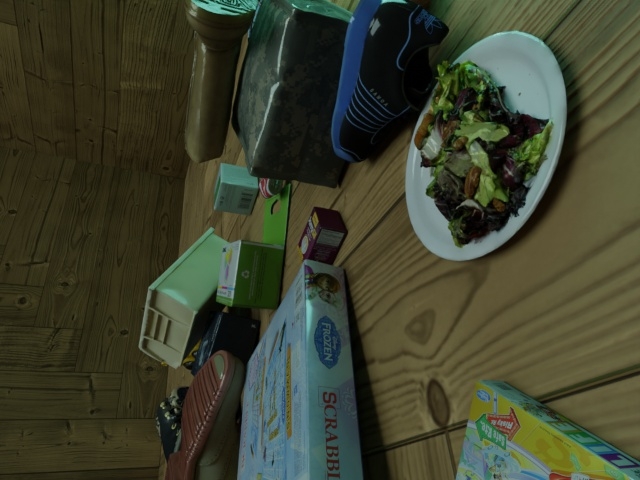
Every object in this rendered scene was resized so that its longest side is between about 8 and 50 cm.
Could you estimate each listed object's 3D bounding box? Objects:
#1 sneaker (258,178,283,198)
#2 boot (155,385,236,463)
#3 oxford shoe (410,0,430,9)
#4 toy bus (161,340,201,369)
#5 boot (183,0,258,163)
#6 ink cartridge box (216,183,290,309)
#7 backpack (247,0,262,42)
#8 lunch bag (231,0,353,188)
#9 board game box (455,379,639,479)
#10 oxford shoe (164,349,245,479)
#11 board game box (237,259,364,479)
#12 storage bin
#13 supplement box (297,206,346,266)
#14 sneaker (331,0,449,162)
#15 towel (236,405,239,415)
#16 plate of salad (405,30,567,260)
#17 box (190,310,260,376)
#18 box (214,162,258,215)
[{"bbox_3d":[-0.096,-0.143,0.948,0.067,0.042,0.118,-22,48,62],"label":"sneaker"},{"bbox_3d":[-0.316,0.464,1.111,0.284,0.138,0.377,40,129,53],"label":"boot"},{"bbox_3d":[0.093,-0.309,0.552,0.076,0.076,0.212,-24,42,20],"label":"oxford shoe"},{"bbox_3d":[-0.461,0.325,1.480,0.220,0.211,0.149,127,146,-48],"label":"toy bus"},{"bbox_3d":[-0.159,-0.234,0.676,0.236,0.089,0.269,-91,17,-53],"label":"boot"},{"bbox_3d":[-0.147,0.012,0.968,0.189,0.097,0.255,168,108,-68],"label":"ink cartridge box"},{"bbox_3d":[-0.092,-0.474,0.978,0.158,0.117,0.173,-116,41,-55],"label":"backpack"},{"bbox_3d":[-0.042,-0.254,0.710,0.287,0.169,0.235,-117,40,-48],"label":"lunch bag"},{"bbox_3d":[0.146,0.167,0.277,0.154,0.026,0.103,-159,78,-68],"label":"board game box"},{"bbox_3d":[-0.201,0.389,0.891,0.397,0.146,0.140,-69,27,19],"label":"oxford shoe"},{"bbox_3d":[-0.045,0.248,0.625,0.318,0.066,0.318,120,157,-43],"label":"board game box"},{"bbox_3d":[-0.326,0.152,1.170,0.260,0.123,0.262,-63,-3,39],"label":"storage bin"},{"bbox_3d":[0.000,0.000,0.678,0.055,0.043,0.083,-107,33,-49],"label":"supplement box"},{"bbox_3d":[0.072,-0.156,0.511,0.081,0.090,0.232,-55,-13,-23],"label":"sneaker"},{"bbox_3d":[-0.278,0.415,1.225,0.336,0.040,0.243,119,149,-42],"label":"towel"},{"bbox_3d":[0.123,-0.082,0.399,0.200,0.048,0.200,-171,90,-68],"label":"plate of salad"},{"bbox_3d":[-0.220,0.246,1.034,0.158,0.093,0.156,-18,55,65],"label":"box"},{"bbox_3d":[-0.227,-0.137,1.211,0.087,0.102,0.101,-102,28,-44],"label":"box"}]
